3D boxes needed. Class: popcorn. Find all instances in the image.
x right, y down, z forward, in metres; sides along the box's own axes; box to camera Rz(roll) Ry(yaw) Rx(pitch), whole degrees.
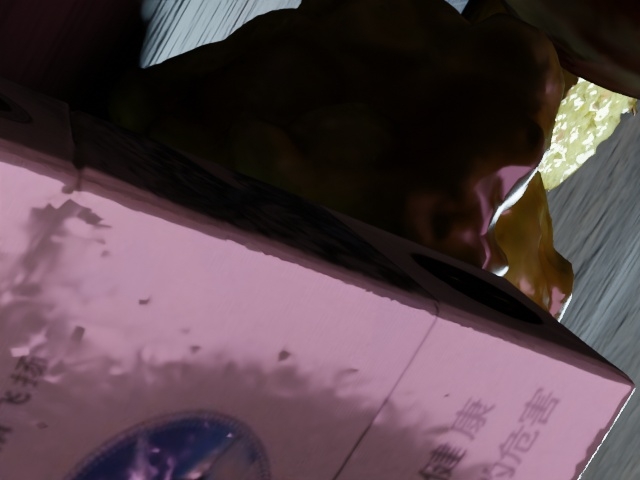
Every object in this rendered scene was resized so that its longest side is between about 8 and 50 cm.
[{"bbox_3d":[-0.002,-0.005,0.654,0.197,0.197,0.155,-56,151,-23],"label":"popcorn"}]

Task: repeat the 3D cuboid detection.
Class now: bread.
[{"bbox_3d":[0.157,-0.132,1.355,0.160,0.147,0.260,-51,168,14],"label":"bread"}]

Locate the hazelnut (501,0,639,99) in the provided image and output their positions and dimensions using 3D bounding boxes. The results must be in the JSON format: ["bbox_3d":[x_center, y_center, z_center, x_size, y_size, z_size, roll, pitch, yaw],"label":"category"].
[{"bbox_3d":[0.276,-0.226,1.008,0.421,0.353,0.421,-36,-174,4],"label":"hazelnut"}]

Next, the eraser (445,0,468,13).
[{"bbox_3d":[0.010,-0.061,1.007,0.212,0.046,0.092,-60,172,14],"label":"eraser"}]

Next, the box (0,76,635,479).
[{"bbox_3d":[-0.049,0.063,0.486,0.256,0.069,0.164,21,103,-44],"label":"box"}]
